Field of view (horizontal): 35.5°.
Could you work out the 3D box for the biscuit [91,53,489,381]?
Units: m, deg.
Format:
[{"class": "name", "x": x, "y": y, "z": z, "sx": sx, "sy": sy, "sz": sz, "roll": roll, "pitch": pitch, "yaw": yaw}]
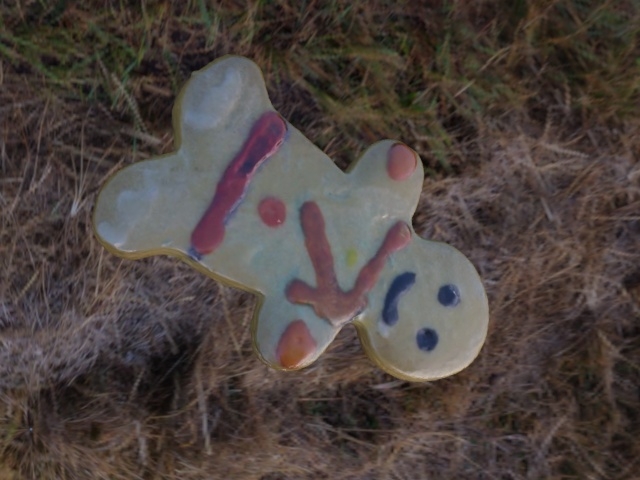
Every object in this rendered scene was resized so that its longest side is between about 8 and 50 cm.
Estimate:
[{"class": "biscuit", "x": 0.000, "y": 0.000, "z": 0.575, "sx": 0.234, "sy": 0.030, "sz": 0.153, "roll": 36, "pitch": 81, "yaw": -11}]
